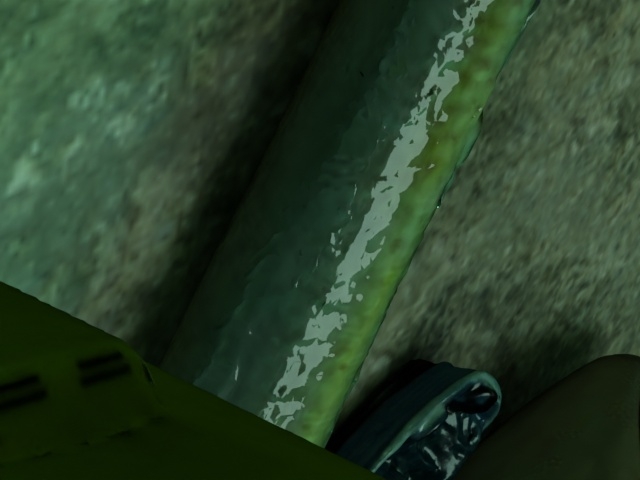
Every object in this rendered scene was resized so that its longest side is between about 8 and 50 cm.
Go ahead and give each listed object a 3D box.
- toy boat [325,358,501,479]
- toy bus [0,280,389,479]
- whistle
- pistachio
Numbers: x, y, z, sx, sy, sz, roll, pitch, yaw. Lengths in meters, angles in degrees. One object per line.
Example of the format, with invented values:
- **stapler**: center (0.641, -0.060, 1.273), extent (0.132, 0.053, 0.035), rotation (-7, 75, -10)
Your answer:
- **toy boat**: center (0.023, 0.104, 0.719), extent (0.137, 0.061, 0.060), rotation (-46, 149, -22)
- **toy bus**: center (-0.059, 0.094, 0.383), extent (0.128, 0.262, 0.150), rotation (-12, 119, -54)
- **whistle**: center (-0.001, 0.000, 0.589), extent (0.068, 0.057, 0.326), rotation (16, 104, -58)
- **pistachio**: center (0.100, 0.139, 0.807), extent (0.238, 0.153, 0.138), rotation (-39, 106, -36)
